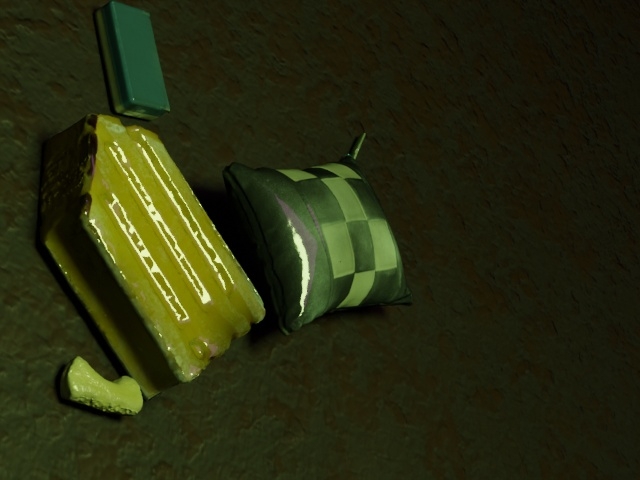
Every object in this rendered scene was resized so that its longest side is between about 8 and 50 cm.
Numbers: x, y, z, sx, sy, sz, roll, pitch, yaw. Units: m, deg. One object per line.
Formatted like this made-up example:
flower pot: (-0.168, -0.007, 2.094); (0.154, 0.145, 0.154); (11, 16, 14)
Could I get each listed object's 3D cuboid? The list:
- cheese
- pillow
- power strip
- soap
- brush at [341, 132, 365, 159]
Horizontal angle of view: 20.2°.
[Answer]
cheese: (-0.199, 0.133, 1.630); (0.083, 0.030, 0.044); (19, 60, -37)
pillow: (0.000, 0.000, 1.898); (0.250, 0.106, 0.186); (-7, 74, -57)
power strip: (-0.194, -0.185, 1.838); (0.056, 0.032, 0.123); (10, 60, -48)
soap: (-0.173, 0.003, 1.702); (0.257, 0.080, 0.160); (58, 35, -6)
brush: (0.035, -0.099, 2.080); (0.013, 0.016, 0.083); (39, 41, -13)
